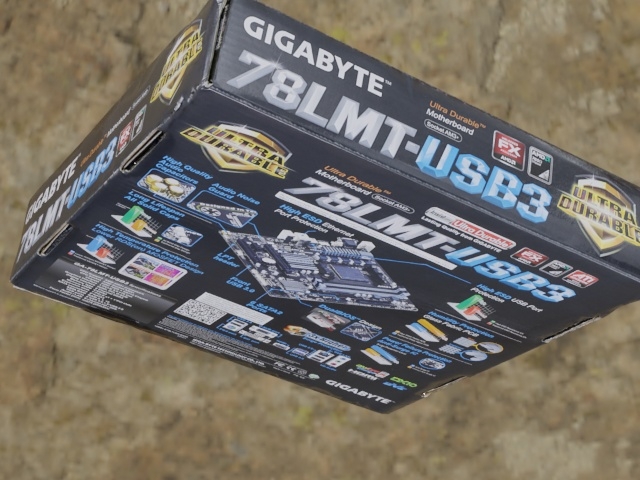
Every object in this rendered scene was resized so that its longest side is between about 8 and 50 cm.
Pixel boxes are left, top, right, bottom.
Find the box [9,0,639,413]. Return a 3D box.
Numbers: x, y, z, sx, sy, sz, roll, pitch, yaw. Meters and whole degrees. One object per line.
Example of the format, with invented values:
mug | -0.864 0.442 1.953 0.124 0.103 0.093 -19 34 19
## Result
box | 0.000 0.000 0.855 0.295 0.073 0.293 21 149 -22
